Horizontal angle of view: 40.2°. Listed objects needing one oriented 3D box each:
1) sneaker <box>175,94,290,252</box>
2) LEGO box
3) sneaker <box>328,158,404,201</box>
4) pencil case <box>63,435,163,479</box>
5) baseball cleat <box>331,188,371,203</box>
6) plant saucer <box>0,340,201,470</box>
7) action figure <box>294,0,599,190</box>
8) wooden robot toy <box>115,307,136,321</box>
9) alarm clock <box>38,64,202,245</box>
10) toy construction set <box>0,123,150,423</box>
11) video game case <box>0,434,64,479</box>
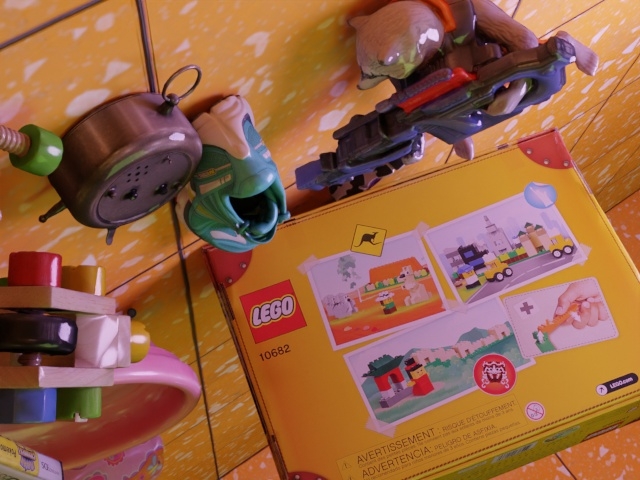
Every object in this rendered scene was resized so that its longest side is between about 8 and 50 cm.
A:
[{"bbox_3d":[-0.087,-0.038,0.910,0.107,0.110,0.275,-34,164,-12],"label":"sneaker"},{"bbox_3d":[0.147,0.120,1.131,0.501,0.372,0.193,-19,154,-6],"label":"LEGO box"},{"bbox_3d":[0.074,-0.113,1.157,0.170,0.068,0.071,-39,-179,40],"label":"sneaker"},{"bbox_3d":[-0.396,0.393,1.467,0.284,0.124,0.124,-15,153,-53],"label":"pencil case"},{"bbox_3d":[0.000,0.000,1.270,0.109,0.072,0.206,-13,150,-45],"label":"baseball cleat"},{"bbox_3d":[-0.309,0.190,1.013,0.332,0.084,0.332,-17,157,-8],"label":"plant saucer"},{"bbox_3d":[0.119,-0.176,0.964,0.341,0.178,0.330,-21,166,29],"label":"action figure"},{"bbox_3d":[-0.262,0.159,1.150,0.076,0.079,0.173,-29,162,-27],"label":"wooden robot toy"},{"bbox_3d":[-0.155,-0.077,0.753,0.129,0.064,0.192,-14,149,-53],"label":"alarm clock"},{"bbox_3d":[-0.214,0.119,0.691,0.257,0.308,0.237,-33,153,21],"label":"toy construction set"},{"bbox_3d":[-0.442,0.256,0.905,0.275,0.035,0.248,-14,156,0],"label":"video game case"}]
